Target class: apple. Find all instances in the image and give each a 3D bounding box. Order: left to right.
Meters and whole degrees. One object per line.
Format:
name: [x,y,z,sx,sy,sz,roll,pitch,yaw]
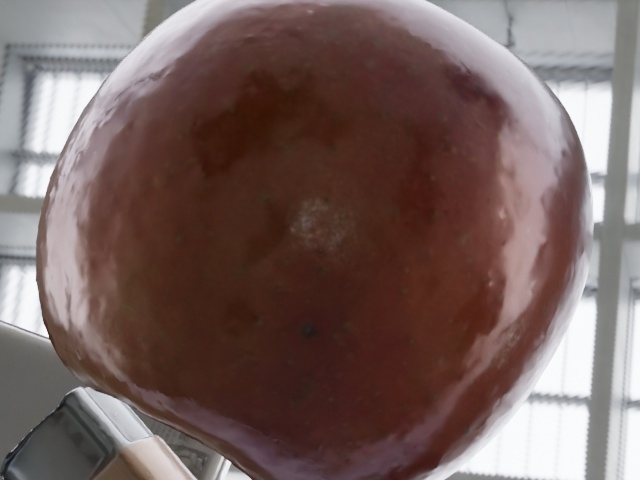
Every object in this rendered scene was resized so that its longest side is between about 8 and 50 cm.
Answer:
apple: [0.000,0.000,0.641,0.218,0.218,0.201,28,-99,20]

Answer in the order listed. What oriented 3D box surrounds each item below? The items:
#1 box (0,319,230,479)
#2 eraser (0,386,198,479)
box: [-0.205,0.135,1.071,0.285,0.044,0.142,19,-104,13]
eraser: [-0.073,0.232,0.864,0.290,0.087,0.171,48,-59,10]
